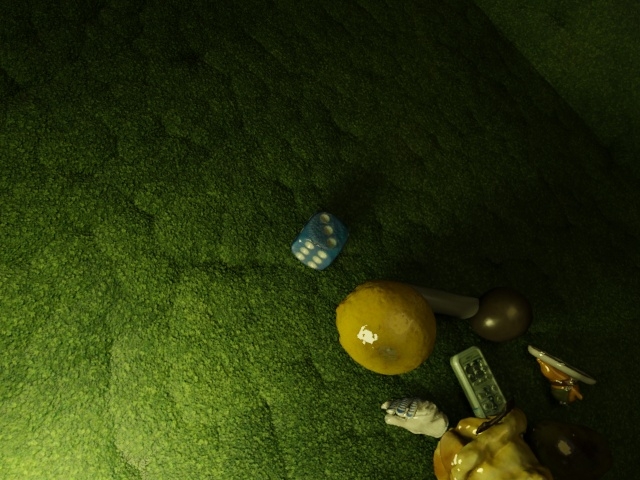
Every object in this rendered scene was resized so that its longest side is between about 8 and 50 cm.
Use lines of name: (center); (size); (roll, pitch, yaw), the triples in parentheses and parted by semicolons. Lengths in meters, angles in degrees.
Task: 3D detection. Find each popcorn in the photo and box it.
popcorn: (0.498, 0.633, 1.273); (0.349, 0.349, 0.382); (8, 91, -20)

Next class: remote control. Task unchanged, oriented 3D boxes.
remote control: (0.552, 0.530, 1.514); (0.128, 0.065, 0.335); (-17, 75, -26)

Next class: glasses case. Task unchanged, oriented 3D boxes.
glasses case: (0.390, 0.208, 1.566); (0.308, 0.128, 0.083); (13, 88, -18)

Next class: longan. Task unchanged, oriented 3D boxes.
longan: (0.642, 0.264, 1.600); (0.220, 0.196, 0.197); (-24, 78, -27)

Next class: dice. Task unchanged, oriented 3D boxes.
dice: (0.000, 0.000, 1.471); (0.146, 0.143, 0.146); (35, 55, -4)

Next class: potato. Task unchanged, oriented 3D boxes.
potato: (0.825, 0.705, 1.491); (0.307, 0.173, 0.210); (9, 62, -16)

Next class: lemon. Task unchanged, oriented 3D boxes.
lemon: (0.200, 0.258, 1.361); (0.297, 0.297, 0.297); (9, 64, -19)

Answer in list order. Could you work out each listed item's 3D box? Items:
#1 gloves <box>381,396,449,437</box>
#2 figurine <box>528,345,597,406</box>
gloves: (0.287, 0.537, 1.384); (0.229, 0.097, 0.119); (25, 105, -20)
figurine: (0.855, 0.504, 1.651); (0.250, 0.166, 0.141); (28, 95, 18)
